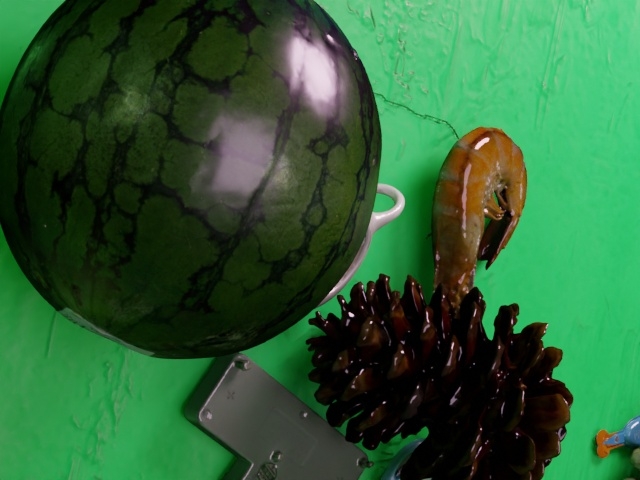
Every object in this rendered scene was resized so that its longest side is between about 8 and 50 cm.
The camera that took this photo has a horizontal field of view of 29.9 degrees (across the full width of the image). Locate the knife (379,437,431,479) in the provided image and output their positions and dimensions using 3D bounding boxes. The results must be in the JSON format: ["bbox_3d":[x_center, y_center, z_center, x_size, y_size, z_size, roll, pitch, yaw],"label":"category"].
[{"bbox_3d":[0.058,0.313,1.367,0.222,0.031,0.064,-45,118,-17],"label":"knife"}]

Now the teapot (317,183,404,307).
[{"bbox_3d":[0.000,0.000,1.261,0.226,0.092,0.145,-40,151,-30],"label":"teapot"}]

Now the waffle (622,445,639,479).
[{"bbox_3d":[0.505,0.345,1.617,0.309,0.056,0.291,39,74,-32],"label":"waffle"}]

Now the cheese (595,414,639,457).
[{"bbox_3d":[0.404,0.257,1.579,0.111,0.017,0.047,-10,96,-30],"label":"cheese"}]

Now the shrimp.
[{"bbox_3d":[0.176,-0.010,1.393,0.150,0.068,0.248,15,94,-40],"label":"shrimp"}]

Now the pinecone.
[{"bbox_3d":[0.115,0.154,1.271,0.292,0.246,0.246,25,80,-11],"label":"pinecone"}]

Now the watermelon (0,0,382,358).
[{"bbox_3d":[-0.111,-0.076,1.059,0.363,0.363,0.363,-3,95,-31],"label":"watermelon"}]

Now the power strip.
[{"bbox_3d":[-0.056,0.233,1.273,0.216,0.061,0.145,41,72,-26],"label":"power strip"}]
